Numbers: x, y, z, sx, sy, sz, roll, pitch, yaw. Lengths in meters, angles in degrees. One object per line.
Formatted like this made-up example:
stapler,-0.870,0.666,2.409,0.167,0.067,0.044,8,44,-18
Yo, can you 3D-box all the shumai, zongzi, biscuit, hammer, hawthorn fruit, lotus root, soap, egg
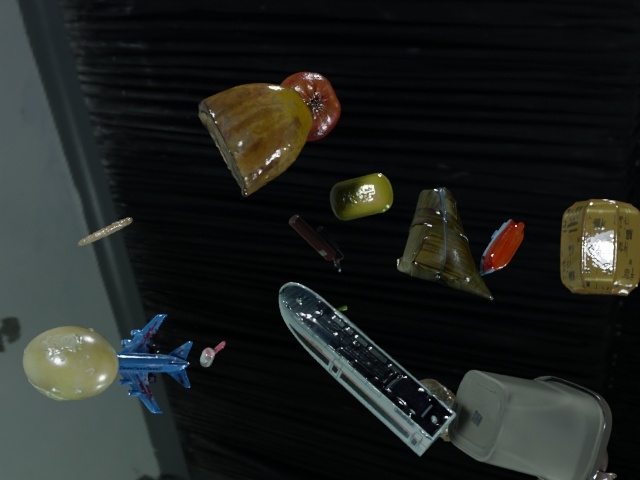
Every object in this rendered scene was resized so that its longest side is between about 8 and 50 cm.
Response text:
shumai,0.343,0.491,2.212,0.153,0.210,0.161,23,66,-32
zongzi,0.321,0.004,1.795,0.112,0.242,0.220,144,-37,-74
biscuit,-0.424,-0.017,1.515,0.015,0.120,0.120,64,32,-6
hammer,-0.261,0.272,1.880,0.083,0.031,0.052,-40,162,-47
hawthorn fruit,-0.044,-0.343,1.995,0.200,0.179,0.179,-165,-97,-75
lotus root,-0.110,-0.201,1.397,0.188,0.180,0.199,63,-11,-10
soap,0.089,-0.095,1.682,0.045,0.140,0.088,-12,89,-76
egg,-0.536,0.262,1.649,0.164,0.202,0.164,-173,-90,-90

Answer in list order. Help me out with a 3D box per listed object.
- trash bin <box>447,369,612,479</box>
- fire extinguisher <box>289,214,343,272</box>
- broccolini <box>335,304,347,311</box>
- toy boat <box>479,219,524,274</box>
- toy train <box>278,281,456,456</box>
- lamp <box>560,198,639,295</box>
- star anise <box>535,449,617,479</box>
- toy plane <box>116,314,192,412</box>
trash bin,0.423,0.384,1.596,0.250,0.219,0.219,17,89,-24
fire extinguisher,0.000,0.000,1.735,0.049,0.035,0.173,-49,119,-6
broccolini,0.011,0.216,2.200,0.140,0.035,0.030,-23,106,-17
toy boat,0.473,0.021,2.019,0.069,0.059,0.172,38,79,-19
toy train,0.067,0.236,1.467,0.086,0.407,0.088,-34,157,-39
lamp,0.549,0.017,1.502,0.161,0.161,0.184,14,81,-66
star anise,0.611,0.617,1.889,0.108,0.315,0.315,30,64,-19
toy plane,-0.465,0.316,1.983,0.105,0.272,0.254,156,-62,-66
